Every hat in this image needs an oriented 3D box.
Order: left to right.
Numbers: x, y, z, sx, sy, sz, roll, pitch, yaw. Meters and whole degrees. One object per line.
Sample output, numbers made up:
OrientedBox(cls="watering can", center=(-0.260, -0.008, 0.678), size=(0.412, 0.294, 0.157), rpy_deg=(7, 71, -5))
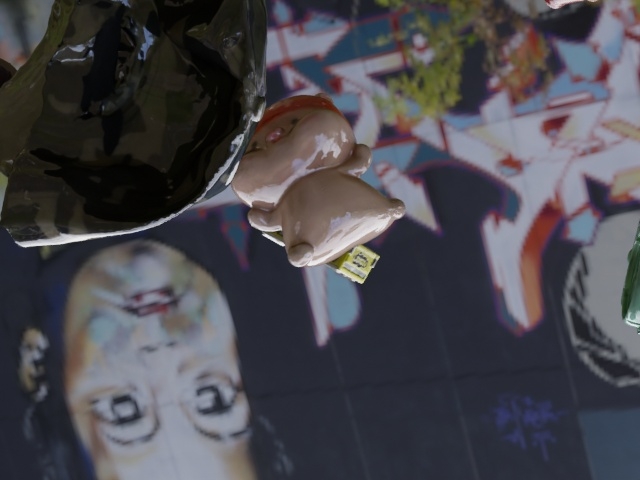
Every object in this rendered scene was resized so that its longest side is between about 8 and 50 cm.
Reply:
OrientedBox(cls="hat", center=(-0.186, -0.169, 1.239), size=(0.257, 0.366, 0.381), rpy_deg=(25, -176, -10))

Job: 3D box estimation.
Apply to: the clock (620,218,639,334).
OrientedBox(cls="clock", center=(0.428, 0.049, 1.654), size=(0.060, 0.148, 0.188), rpy_deg=(12, -162, 6))

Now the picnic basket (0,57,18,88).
OrientedBox(cls="picnic basket", center=(-0.511, -0.136, 1.532), size=(0.297, 0.129, 0.222), rpy_deg=(14, -135, -7))

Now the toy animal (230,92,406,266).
OrientedBox(cls="toy animal", center=(-0.012, -0.074, 1.519), size=(0.171, 0.198, 0.171), rpy_deg=(-29, 164, -9))

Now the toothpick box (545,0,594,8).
OrientedBox(cls="toothpick box", center=(0.352, -0.351, 1.794), size=(0.047, 0.047, 0.083), rpy_deg=(-21, -168, -29))

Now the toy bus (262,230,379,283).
OrientedBox(cls="toy bus", center=(0.000, 0.000, 2.162), size=(0.081, 0.074, 0.226), rpy_deg=(29, 178, -44))
